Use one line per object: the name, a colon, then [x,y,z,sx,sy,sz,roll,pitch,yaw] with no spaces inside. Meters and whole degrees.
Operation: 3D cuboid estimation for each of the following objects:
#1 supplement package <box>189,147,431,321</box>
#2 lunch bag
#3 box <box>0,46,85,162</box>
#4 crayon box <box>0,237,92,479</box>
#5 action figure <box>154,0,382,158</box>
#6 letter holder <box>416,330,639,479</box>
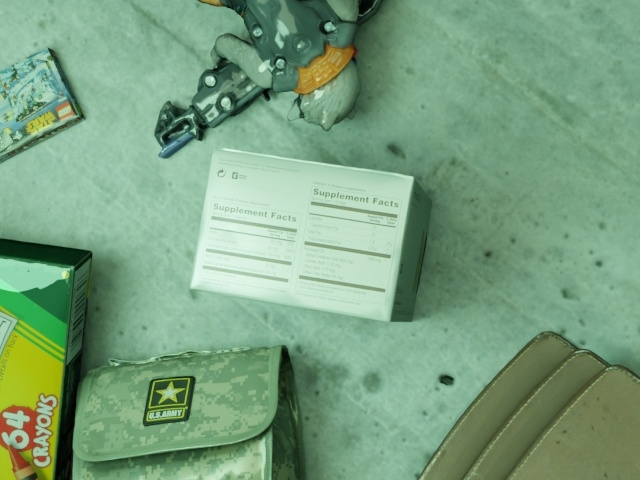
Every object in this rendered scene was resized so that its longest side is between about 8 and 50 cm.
supplement package: [0.000,0.000,1.526,0.204,0.262,0.145,9,89,9]
lunch bag: [-0.140,0.256,1.583,0.235,0.169,0.287,-9,78,11]
box: [-0.356,-0.153,1.708,0.137,0.027,0.094,-26,82,6]
crayon box: [-0.430,0.173,1.610,0.313,0.106,0.363,7,100,2]
action figure: [-0.096,-0.235,1.593,0.341,0.178,0.330,-44,92,8]
letter holder: [0.222,0.255,1.521,0.214,0.152,0.302,37,87,12]
